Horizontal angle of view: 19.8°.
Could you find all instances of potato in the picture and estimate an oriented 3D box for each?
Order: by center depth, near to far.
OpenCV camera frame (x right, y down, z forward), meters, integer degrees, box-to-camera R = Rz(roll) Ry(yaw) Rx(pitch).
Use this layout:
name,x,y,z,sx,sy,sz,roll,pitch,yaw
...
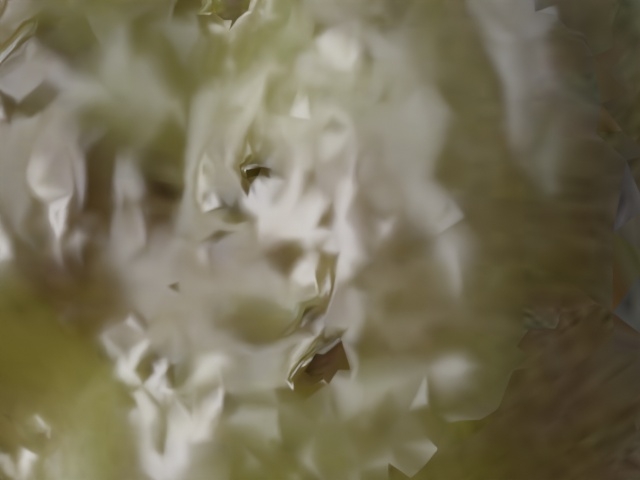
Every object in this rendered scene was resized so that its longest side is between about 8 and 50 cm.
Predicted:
name,x,y,z,sx,sy,sz,roll,pitch,yaw
potato,0.000,0.000,0.671,0.385,0.442,0.319,-11,1,-30
